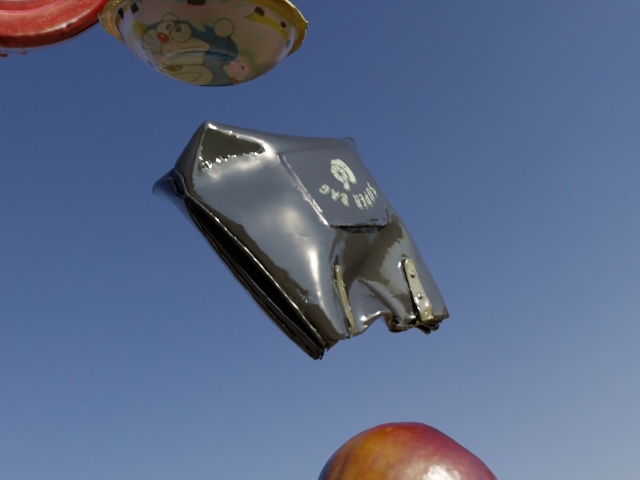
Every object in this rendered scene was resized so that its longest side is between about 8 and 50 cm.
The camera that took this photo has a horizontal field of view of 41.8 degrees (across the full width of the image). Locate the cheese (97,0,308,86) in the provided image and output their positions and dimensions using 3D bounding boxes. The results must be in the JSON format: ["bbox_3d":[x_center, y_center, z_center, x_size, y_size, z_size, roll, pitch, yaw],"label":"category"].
[{"bbox_3d":[-0.088,-0.170,0.599,0.157,0.064,0.250,0,-14,0],"label":"cheese"}]

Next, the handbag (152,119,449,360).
[{"bbox_3d":[0.000,0.000,0.967,0.342,0.288,0.152,-5,-36,-54],"label":"handbag"}]

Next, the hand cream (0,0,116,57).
[{"bbox_3d":[-0.267,-0.265,0.689,0.230,0.149,0.230,-7,-74,-26],"label":"hand cream"}]

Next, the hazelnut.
[{"bbox_3d":[0.085,0.315,0.856,0.217,0.217,0.251,-10,-52,-17],"label":"hazelnut"}]
